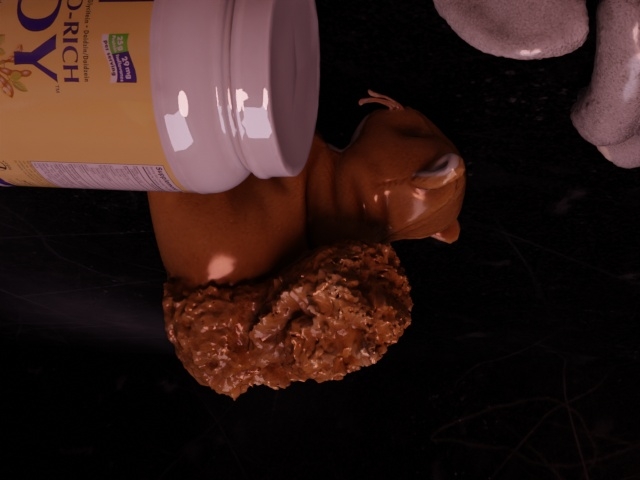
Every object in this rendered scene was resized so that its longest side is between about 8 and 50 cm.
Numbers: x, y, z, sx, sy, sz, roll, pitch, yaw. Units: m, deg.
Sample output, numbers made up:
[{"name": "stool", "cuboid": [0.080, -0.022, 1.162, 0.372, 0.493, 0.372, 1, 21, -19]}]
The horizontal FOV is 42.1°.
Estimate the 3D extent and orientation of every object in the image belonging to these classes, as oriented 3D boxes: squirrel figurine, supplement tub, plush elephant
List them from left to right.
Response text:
[{"name": "supplement tub", "cuboid": [-0.182, -0.167, 0.807, 0.331, 0.241, 0.241, 2, 159, 12]}, {"name": "squirrel figurine", "cuboid": [0.000, 0.000, 0.997, 0.370, 0.397, 0.281, -6, 149, 0]}, {"name": "plush elephant", "cuboid": [0.228, -0.216, 0.575, 0.272, 0.255, 0.330, -47, 173, 19]}]

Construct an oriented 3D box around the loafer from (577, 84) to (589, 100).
[{"name": "loafer", "cuboid": [0.389, -0.138, 0.943, 0.223, 0.076, 0.078, 11, -164, -28]}]
